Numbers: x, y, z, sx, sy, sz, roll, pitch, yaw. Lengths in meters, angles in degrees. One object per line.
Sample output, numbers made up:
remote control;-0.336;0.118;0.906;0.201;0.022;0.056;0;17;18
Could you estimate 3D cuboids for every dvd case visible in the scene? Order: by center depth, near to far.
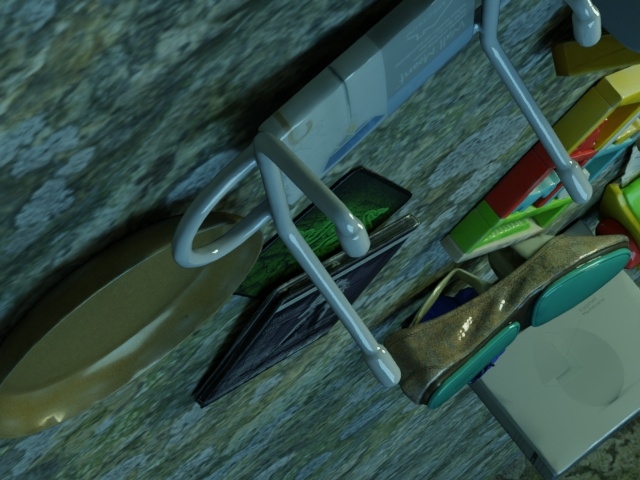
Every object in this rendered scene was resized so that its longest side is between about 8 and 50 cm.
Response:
dvd case;-0.016;0.064;1.606;0.164;0.018;0.221;-29;166;-35

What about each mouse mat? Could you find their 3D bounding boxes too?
mouse mat;0.000;0.000;1.491;0.152;0.007;0.189;-41;166;9

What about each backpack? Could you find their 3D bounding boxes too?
backpack;0.167;0.108;2.039;0.101;0.098;0.120;-41;164;6

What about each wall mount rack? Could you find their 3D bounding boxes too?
wall mount rack;0.073;-0.052;1.206;0.350;0.130;0.304;-42;163;-9

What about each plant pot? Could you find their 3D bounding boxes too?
plant pot;-0.143;0.053;1.254;0.236;0.032;0.236;-36;166;-10

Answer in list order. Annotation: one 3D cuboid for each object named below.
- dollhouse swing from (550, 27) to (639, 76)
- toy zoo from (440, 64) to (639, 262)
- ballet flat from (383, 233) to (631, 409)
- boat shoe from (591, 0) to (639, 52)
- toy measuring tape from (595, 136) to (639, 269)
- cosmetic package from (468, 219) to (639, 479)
dollhouse swing;0.370;-0.284;1.419;0.347;0.305;0.315;-21;116;-48
toy zoo;0.263;-0.094;1.793;0.293;0.030;0.192;-47;163;31
ballet flat;0.197;0.056;1.938;0.316;0.106;0.107;-33;157;-24
boat shoe;0.263;-0.248;1.100;0.156;0.136;0.367;-36;163;-13
toy measuring tape;0.394;-0.037;2.122;0.121;0.121;0.330;-36;165;-10
cosmetic package;0.299;0.138;2.198;0.224;0.225;0.138;-37;168;-5
